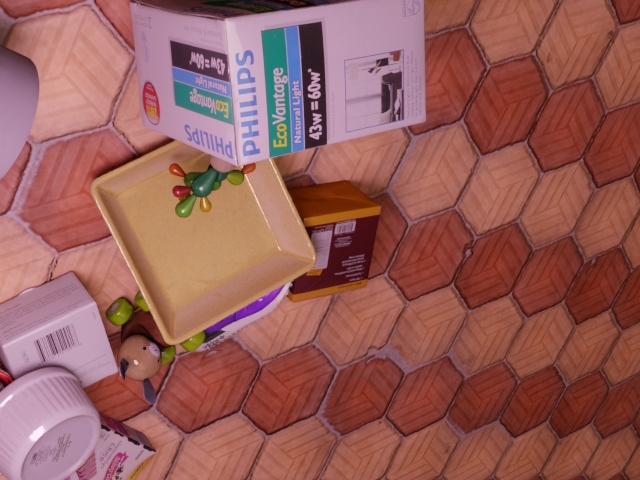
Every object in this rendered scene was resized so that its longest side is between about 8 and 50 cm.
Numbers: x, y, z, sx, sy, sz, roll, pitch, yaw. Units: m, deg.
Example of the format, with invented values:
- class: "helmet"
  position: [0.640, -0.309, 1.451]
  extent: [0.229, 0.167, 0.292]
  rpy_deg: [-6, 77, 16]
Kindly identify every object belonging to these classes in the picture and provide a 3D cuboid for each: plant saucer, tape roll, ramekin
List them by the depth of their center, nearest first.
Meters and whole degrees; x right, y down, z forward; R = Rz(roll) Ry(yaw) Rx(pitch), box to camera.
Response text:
- class: "tape roll"
  position: [-0.512, -0.188, 1.526]
  extent: [0.072, 0.219, 0.219]
  rpy_deg: [24, 102, -42]
- class: "ramekin"
  position: [-0.478, 0.333, 1.766]
  extent: [0.207, 0.109, 0.207]
  rpy_deg: [-35, 147, -27]
- class: "plant saucer"
  position: [-0.216, -0.029, 1.882]
  extent: [0.332, 0.081, 0.333]
  rpy_deg: [-29, 105, -19]

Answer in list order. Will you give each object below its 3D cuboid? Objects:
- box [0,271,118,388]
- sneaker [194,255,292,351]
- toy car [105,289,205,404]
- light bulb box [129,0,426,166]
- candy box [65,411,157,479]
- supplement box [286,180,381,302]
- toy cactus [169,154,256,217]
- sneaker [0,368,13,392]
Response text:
- class: "box"
  position: [-0.488, 0.186, 1.851]
  extent: [0.181, 0.119, 0.182]
  rpy_deg: [-26, 131, -22]
- class: "sneaker"
  position: [-0.190, 0.102, 1.996]
  extent: [0.293, 0.102, 0.146]
  rpy_deg: [-36, 126, 16]
- class: "toy car"
  position: [-0.323, 0.207, 1.907]
  extent: [0.149, 0.188, 0.155]
  rpy_deg: [-27, 122, 26]
- class: "light bulb box"
  position: [-0.073, -0.296, 1.677]
  extent: [0.361, 0.358, 0.225]
  rpy_deg: [-16, 114, -30]
- class: "candy box"
  position: [-0.467, 0.432, 2.058]
  extent: [0.159, 0.071, 0.233]
  rpy_deg: [-51, 135, 0]
- class: "supplement box"
  position: [0.000, 0.000, 2.094]
  extent: [0.191, 0.129, 0.194]
  rpy_deg: [-10, 123, -33]
- class: "toy cactus"
  position: [-0.177, -0.138, 1.761]
  extent: [0.219, 0.112, 0.180]
  rpy_deg: [-40, 177, -21]
- class: "sneaker"
  position: [-0.571, 0.314, 1.809]
  extent: [0.270, 0.145, 0.090]
  rpy_deg: [52, 43, -27]
